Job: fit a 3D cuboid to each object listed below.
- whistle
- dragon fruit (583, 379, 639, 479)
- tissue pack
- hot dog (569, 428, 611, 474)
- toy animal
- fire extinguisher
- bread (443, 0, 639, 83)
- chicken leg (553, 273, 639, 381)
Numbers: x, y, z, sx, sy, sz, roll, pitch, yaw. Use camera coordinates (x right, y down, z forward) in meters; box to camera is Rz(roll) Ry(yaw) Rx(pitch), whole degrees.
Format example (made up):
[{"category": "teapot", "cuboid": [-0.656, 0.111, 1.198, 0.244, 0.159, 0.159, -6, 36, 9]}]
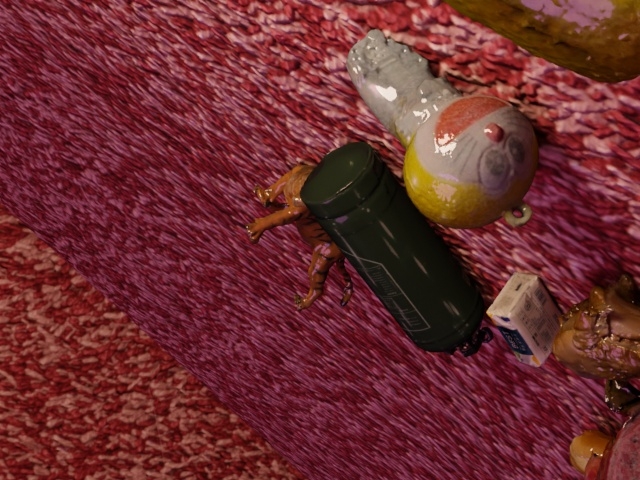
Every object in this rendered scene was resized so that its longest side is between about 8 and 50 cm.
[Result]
[{"category": "whistle", "cuboid": [0.103, -0.099, 1.101, 0.223, 0.123, 0.123, 51, 164, 17]}, {"category": "dragon fruit", "cuboid": [0.367, 0.264, 1.288, 0.147, 0.211, 0.282, 83, 161, -55]}, {"category": "tissue pack", "cuboid": [0.215, 0.082, 1.346, 0.042, 0.062, 0.083, 9, 145, 50]}, {"category": "hot dog", "cuboid": [0.392, 0.282, 1.463, 0.235, 0.062, 0.092, 26, 173, 22]}, {"category": "toy animal", "cuboid": [-0.001, -0.008, 1.537, 0.116, 0.114, 0.255, -14, 145, 12]}, {"category": "fire extinguisher", "cuboid": [0.099, 0.029, 1.411, 0.311, 0.095, 0.114, 52, -158, -27]}, {"category": "bread", "cuboid": [0.066, -0.227, 0.827, 0.383, 0.112, 0.166, 38, 173, 7]}, {"category": "chicken leg", "cuboid": [0.304, 0.088, 1.181, 0.207, 0.085, 0.101, 5, 128, 45]}]
